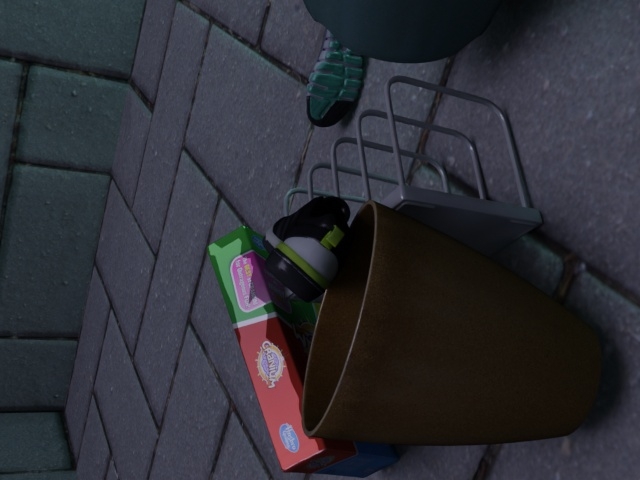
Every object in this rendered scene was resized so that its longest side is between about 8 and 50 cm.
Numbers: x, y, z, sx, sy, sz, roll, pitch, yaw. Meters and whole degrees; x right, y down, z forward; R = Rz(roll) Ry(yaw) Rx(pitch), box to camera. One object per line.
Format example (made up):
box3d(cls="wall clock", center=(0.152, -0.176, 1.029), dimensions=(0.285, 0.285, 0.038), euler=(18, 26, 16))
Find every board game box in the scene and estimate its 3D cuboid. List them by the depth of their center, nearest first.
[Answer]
box3d(cls="board game box", center=(-0.021, 0.157, 1.041), dimensions=(0.064, 0.242, 0.316), euler=(-31, 62, 15))

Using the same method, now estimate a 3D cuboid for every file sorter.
box3d(cls="file sorter", center=(0.093, -0.045, 0.961), dimensions=(0.278, 0.193, 0.173), euler=(-43, 46, 50))

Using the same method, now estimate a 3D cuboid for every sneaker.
box3d(cls="sneaker", center=(0.000, 0.000, 0.813), dimensions=(0.097, 0.084, 0.234), euler=(-49, 11, 4))
box3d(cls="sneaker", center=(0.031, -0.297, 1.260), dimensions=(0.098, 0.083, 0.223), euler=(-99, 26, -73))

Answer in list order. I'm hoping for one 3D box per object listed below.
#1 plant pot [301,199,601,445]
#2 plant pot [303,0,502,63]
box3d(cls="plant pot", center=(0.134, 0.107, 0.764), dimensions=(0.237, 0.255, 0.237), euler=(-164, 90, -84))
box3d(cls="plant pot", center=(0.109, -0.391, 0.819), dimensions=(0.334, 0.341, 0.341), euler=(102, 161, -65))
